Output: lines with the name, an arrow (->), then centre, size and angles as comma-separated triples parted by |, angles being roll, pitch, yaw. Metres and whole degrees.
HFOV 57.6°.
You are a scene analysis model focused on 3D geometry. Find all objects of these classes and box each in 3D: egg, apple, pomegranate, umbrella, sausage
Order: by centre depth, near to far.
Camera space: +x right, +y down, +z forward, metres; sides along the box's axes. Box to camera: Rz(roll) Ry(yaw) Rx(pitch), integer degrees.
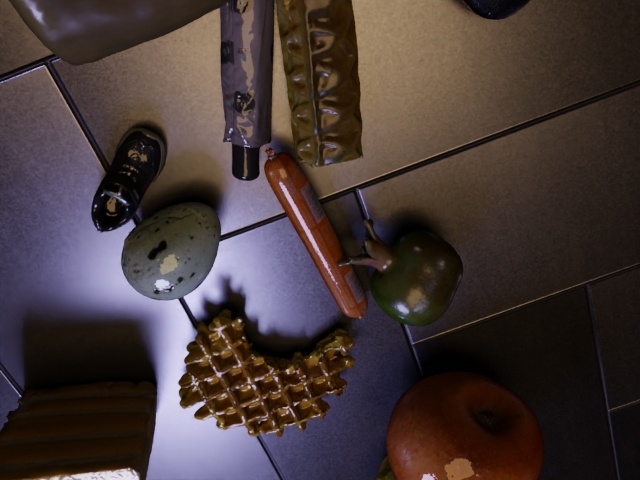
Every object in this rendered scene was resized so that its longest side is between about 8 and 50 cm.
umbrella -> -0.099, -0.242, 0.775 | 0.067, 0.073, 0.337 | 21, 121, 31
egg -> -0.218, 0.011, 0.857 | 0.131, 0.131, 0.164 | 33, 97, -20
sausage -> 0.000, 0.000, 0.908 | 0.053, 0.053, 0.347 | -25, 122, 6
pomegranate -> 0.124, 0.047, 0.914 | 0.191, 0.131, 0.152 | 25, 91, -15
apple -> 0.250, 0.347, 1.006 | 0.272, 0.251, 0.206 | 16, 138, -9

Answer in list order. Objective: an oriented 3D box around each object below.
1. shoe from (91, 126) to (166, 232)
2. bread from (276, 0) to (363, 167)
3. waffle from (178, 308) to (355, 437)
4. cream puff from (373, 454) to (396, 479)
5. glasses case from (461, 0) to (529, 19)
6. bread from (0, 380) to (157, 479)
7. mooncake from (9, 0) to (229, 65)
shoe -> -0.278, -0.075, 0.821 | 0.071, 0.099, 0.169 | 28, 109, -16
bread -> 0.000, -0.232, 0.785 | 0.087, 0.098, 0.269 | -31, 125, -39
waffle -> -0.099, 0.239, 1.021 | 0.293, 0.069, 0.259 | 16, 116, -17
cream puff -> 0.196, 0.509, 1.133 | 0.221, 0.194, 0.195 | 42, 105, -18
glasses case -> 0.156, -0.410, 0.717 | 0.321, 0.082, 0.122 | 35, 109, -22
bread -> -0.396, 0.331, 0.935 | 0.246, 0.239, 0.110 | -2, 110, -8
mooncake -> -0.217, -0.369, 0.538 | 0.201, 0.378, 0.378 | -20, 117, -4
